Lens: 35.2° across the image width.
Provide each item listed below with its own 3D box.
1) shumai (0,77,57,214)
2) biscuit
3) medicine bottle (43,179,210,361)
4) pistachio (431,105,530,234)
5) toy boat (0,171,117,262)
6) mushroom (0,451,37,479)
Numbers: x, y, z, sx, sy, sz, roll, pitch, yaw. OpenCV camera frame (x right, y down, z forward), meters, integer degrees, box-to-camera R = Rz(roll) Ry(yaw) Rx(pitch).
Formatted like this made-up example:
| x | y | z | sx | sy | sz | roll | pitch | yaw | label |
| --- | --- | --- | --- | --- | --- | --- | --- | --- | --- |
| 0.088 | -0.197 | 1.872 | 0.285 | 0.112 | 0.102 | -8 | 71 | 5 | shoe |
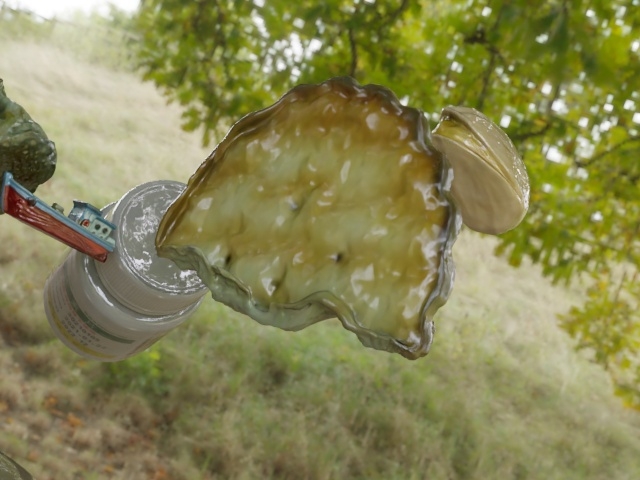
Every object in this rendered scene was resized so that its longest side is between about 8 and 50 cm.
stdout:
| x | y | z | sx | sy | sz | roll | pitch | yaw | label |
| --- | --- | --- | --- | --- | --- | --- | --- | --- | --- |
| -0.454 | -0.124 | 1.305 | 0.142 | 0.184 | 0.184 | 54 | 9 | 30 | shumai |
| 0.000 | 0.000 | 1.065 | 0.335 | 0.329 | 0.078 | 59 | 12 | 24 | biscuit |
| -0.279 | 0.049 | 1.519 | 0.208 | 0.208 | 0.339 | 25 | -29 | -18 | medicine bottle |
| 0.218 | -0.095 | 1.355 | 0.145 | 0.117 | 0.200 | 25 | -26 | 47 | pistachio |
| -0.332 | -0.032 | 1.282 | 0.173 | 0.059 | 0.069 | 32 | -11 | -34 | toy boat |
| -0.203 | 0.137 | 0.402 | 0.207 | 0.215 | 0.207 | 2 | 30 | -1 | mushroom |
